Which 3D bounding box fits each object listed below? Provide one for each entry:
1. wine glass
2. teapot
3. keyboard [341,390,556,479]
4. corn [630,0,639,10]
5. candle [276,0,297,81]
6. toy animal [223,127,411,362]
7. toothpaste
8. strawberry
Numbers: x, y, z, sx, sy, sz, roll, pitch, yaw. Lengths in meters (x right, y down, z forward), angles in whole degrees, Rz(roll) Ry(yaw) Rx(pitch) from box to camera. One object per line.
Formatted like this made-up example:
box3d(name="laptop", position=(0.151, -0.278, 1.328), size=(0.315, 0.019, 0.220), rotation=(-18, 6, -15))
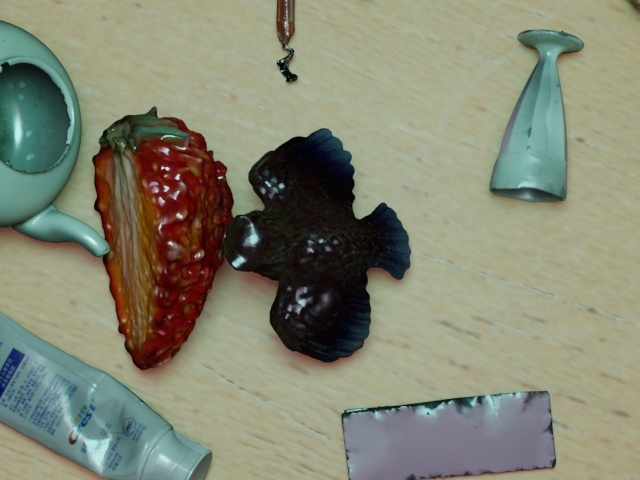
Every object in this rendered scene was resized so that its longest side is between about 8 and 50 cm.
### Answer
box3d(name="wine glass", position=(0.204, -0.115, 1.399), size=(0.073, 0.073, 0.155), rotation=(8, 81, 2))
box3d(name="teapot", position=(-0.299, -0.108, 1.343), size=(0.193, 0.129, 0.294), rotation=(-47, 122, -41))
box3d(name="keyboard", position=(0.120, 0.185, 1.396), size=(0.196, 0.015, 0.074), rotation=(-6, 88, 1))
box3d(name="corn", position=(0.434, -0.301, 1.403), size=(0.319, 0.097, 0.097), rotation=(-22, 84, 1))
box3d(name="candle", position=(-0.034, -0.234, 1.438), size=(0.026, 0.021, 0.167), rotation=(4, 82, -27))
box3d(name="toy animal", position=(-0.006, 0.000, 1.338), size=(0.116, 0.179, 0.219), rotation=(-7, 83, 25))
box3d(name="toothpaste", position=(-0.227, 0.159, 1.391), size=(0.266, 0.061, 0.096), rotation=(27, 87, 11))
box3d(name="strawberry", position=(-0.131, -0.001, 1.362), size=(0.111, 0.190, 0.237), rotation=(-10, 110, -25))
